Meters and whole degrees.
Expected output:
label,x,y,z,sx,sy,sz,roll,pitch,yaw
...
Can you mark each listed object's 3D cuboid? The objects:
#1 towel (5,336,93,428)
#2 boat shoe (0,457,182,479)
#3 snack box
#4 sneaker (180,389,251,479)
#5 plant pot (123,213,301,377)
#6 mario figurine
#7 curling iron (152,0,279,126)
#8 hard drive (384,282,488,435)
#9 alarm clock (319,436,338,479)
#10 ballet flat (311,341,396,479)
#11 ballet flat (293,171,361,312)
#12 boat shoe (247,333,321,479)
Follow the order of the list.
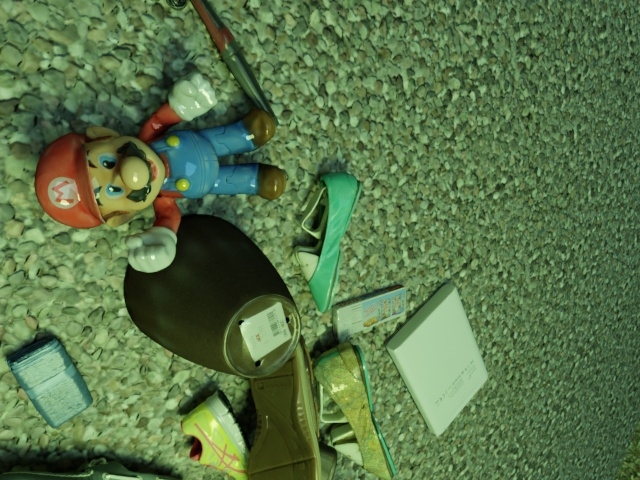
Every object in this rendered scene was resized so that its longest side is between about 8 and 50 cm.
label,x,y,z,sx,sy,sz,roll,pitch,yaw
towel,-0.364,0.191,0.667,0.067,0.029,0.119,-29,117,-26
boat shoe,-0.324,0.379,0.718,0.319,0.099,0.116,33,110,-33
snack box,0.101,0.141,0.990,0.178,0.022,0.064,-13,109,-32
sneaker,-0.170,0.350,0.829,0.094,0.081,0.208,-26,113,-15
plant pot,-0.131,0.089,0.679,0.215,0.230,0.215,-10,108,-33
mario figurine,-0.180,-0.088,0.622,0.321,0.198,0.170,-19,155,-38
curling iron,-0.144,-0.269,0.691,0.068,0.035,0.274,-50,124,-17
hard drive,0.282,0.283,1.147,0.210,0.040,0.318,-41,123,-20
alarm clock,-0.013,0.450,0.908,0.064,0.192,0.129,22,90,7
ballet flat,0.061,0.355,0.977,0.123,0.123,0.348,-30,119,-26
ballet flat,0.000,0.000,0.855,0.087,0.083,0.247,12,96,-13
boat shoe,-0.049,0.316,0.830,0.123,0.123,0.341,21,60,-69
